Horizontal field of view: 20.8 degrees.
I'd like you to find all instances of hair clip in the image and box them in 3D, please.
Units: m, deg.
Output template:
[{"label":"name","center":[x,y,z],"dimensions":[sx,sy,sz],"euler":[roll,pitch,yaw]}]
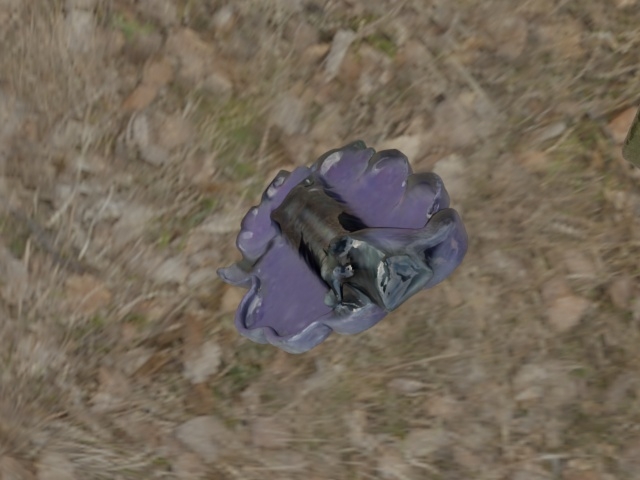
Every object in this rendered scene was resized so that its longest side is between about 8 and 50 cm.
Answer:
[{"label":"hair clip","center":[-0.001,-0.002,0.876],"dimensions":[0.124,0.195,0.052],"euler":[-41,114,-5]}]

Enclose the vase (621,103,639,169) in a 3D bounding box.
[{"label":"vase","center":[0.235,0.027,0.730],"dimensions":[0.241,0.329,0.302],"euler":[-29,93,-16]}]
